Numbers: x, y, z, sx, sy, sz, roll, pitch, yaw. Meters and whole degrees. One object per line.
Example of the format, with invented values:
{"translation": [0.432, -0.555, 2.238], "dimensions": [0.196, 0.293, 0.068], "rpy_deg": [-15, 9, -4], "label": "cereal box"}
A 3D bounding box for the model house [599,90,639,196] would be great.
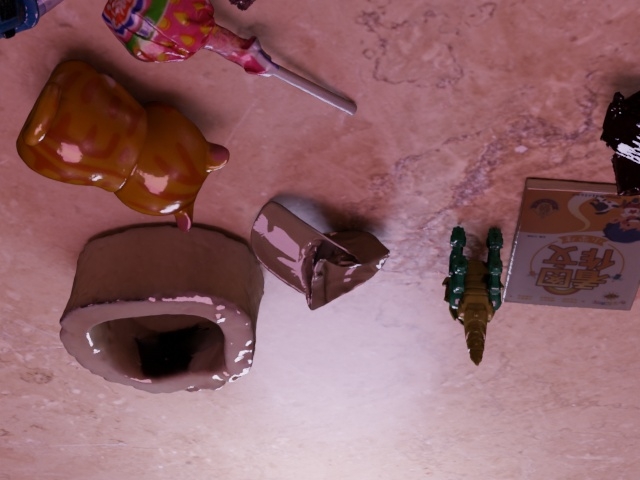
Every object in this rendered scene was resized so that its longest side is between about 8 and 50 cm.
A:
{"translation": [0.442, -0.108, 1.451], "dimensions": [0.164, 0.141, 0.203], "rpy_deg": [-9, 144, 5], "label": "model house"}

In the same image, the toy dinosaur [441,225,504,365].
{"translation": [0.226, 0.083, 1.674], "dimensions": [0.094, 0.259, 0.153], "rpy_deg": [1, 116, 5], "label": "toy dinosaur"}

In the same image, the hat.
{"translation": [0.000, 0.000, 1.745], "dimensions": [0.173, 0.144, 0.166], "rpy_deg": [57, 138, 8], "label": "hat"}

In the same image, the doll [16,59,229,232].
{"translation": [-0.275, -0.131, 1.528], "dimensions": [0.269, 0.162, 0.166], "rpy_deg": [16, 129, -29], "label": "doll"}

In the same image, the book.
{"translation": [0.392, 0.013, 1.717], "dimensions": [0.208, 0.020, 0.295], "rpy_deg": [3, 143, 4], "label": "book"}

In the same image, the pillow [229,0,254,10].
{"translation": [-0.071, -0.339, 1.309], "dimensions": [0.185, 0.043, 0.118], "rpy_deg": [-23, 140, 39], "label": "pillow"}

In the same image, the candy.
{"translation": [-0.097, -0.231, 1.429], "dimensions": [0.365, 0.124, 0.124], "rpy_deg": [23, 141, -33], "label": "candy"}

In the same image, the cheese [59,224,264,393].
{"translation": [-0.242, 0.116, 1.854], "dimensions": [0.332, 0.153, 0.292], "rpy_deg": [-9, 140, 23], "label": "cheese"}

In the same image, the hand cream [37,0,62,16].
{"translation": [-0.359, -0.303, 1.404], "dimensions": [0.142, 0.053, 0.084], "rpy_deg": [-33, 132, 28], "label": "hand cream"}

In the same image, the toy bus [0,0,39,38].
{"translation": [-0.514, -0.267, 1.337], "dimensions": [0.312, 0.190, 0.152], "rpy_deg": [-12, 107, 24], "label": "toy bus"}
